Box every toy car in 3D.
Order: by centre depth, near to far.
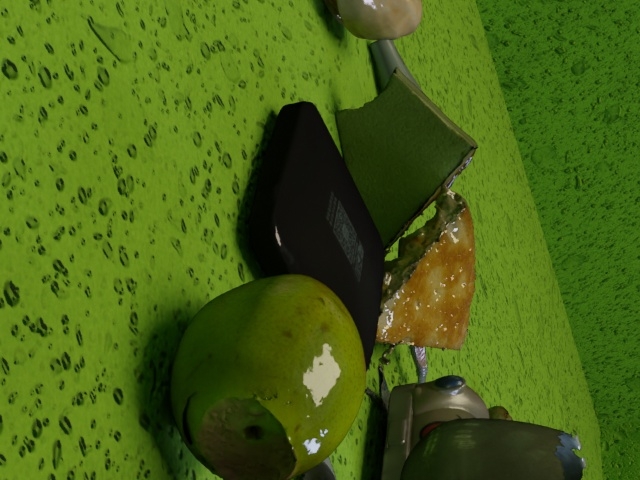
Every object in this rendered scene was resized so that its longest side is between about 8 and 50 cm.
[{"bbox_3d":[0.226,0.381,1.531,0.242,0.226,0.336,-78,152,-49],"label":"toy car"}]

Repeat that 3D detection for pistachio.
[{"bbox_3d":[0.078,-0.414,1.695,0.229,0.157,0.157,36,45,-50],"label":"pistachio"}]

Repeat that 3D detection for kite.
[{"bbox_3d":[0.094,0.249,1.571,0.157,0.011,0.139,52,30,-53],"label":"kite"}]

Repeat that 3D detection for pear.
[{"bbox_3d":[-0.045,0.118,0.987,0.188,0.187,0.220,68,28,-27],"label":"pear"}]

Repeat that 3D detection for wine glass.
[{"bbox_3d":[0.141,0.320,1.194,0.238,0.322,0.238,-9,90,-71],"label":"wine glass"}]

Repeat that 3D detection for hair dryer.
[{"bbox_3d":[0.116,-0.267,1.860,0.267,0.092,0.229,9,62,-59],"label":"hair dryer"}]

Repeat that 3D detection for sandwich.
[{"bbox_3d":[0.096,-0.123,1.639,0.212,0.245,0.063,47,17,17],"label":"sandwich"}]

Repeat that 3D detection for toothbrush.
[{"bbox_3d":[0.156,0.167,1.685,0.037,0.028,0.375,-137,-146,-65],"label":"toothbrush"}]

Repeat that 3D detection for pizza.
[{"bbox_3d":[0.129,0.069,1.553,0.287,0.075,0.280,-18,119,-42],"label":"pizza"}]

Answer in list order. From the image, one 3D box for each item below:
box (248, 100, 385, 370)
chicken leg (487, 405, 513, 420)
[{"bbox_3d":[0.000,0.000,1.351,0.290,0.073,0.289,-79,149,-47],"label":"box"},{"bbox_3d":[0.351,0.430,2.074,0.228,0.088,0.103,-85,168,-47],"label":"chicken leg"}]
